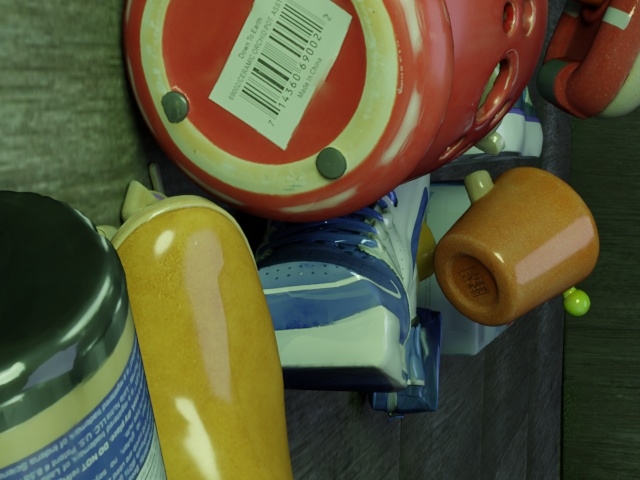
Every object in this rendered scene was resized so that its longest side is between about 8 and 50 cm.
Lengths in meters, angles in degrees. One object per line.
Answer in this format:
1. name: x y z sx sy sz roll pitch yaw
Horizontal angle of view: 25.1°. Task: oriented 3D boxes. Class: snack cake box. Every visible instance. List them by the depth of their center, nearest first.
1. snack cake box: 0.130 0.018 1.382 0.264 0.089 0.152 -10 101 -74

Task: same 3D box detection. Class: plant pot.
1. plant pot: 0.003 -0.111 0.732 0.174 0.191 0.191 -34 126 -61

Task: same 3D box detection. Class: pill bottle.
1. pill bottle: -0.108 0.103 0.476 0.123 0.123 0.219 -65 154 -53

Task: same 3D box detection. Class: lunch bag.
1. lunch bag: 0.066 0.104 1.214 0.067 0.065 0.098 94 -1 -85

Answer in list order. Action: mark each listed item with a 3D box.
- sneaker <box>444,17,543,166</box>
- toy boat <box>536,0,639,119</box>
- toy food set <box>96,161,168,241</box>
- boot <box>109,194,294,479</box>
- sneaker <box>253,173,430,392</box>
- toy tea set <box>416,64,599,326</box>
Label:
1. sneaker: 0.110 -0.180 1.203 0.323 0.130 0.236 -14 97 -84
2. toy boat: 0.219 -0.222 1.174 0.151 0.151 0.231 -124 -125 -76
3. toy food set: -0.090 0.015 0.713 0.122 0.019 0.078 -66 154 -52
4. boot: -0.024 0.146 0.635 0.211 0.104 0.295 39 -46 53
5. sneaker: 0.000 0.000 0.881 0.315 0.128 0.182 26 64 -81
6. toy tea set: 0.092 -0.092 1.002 0.124 0.200 0.336 -35 128 -34
